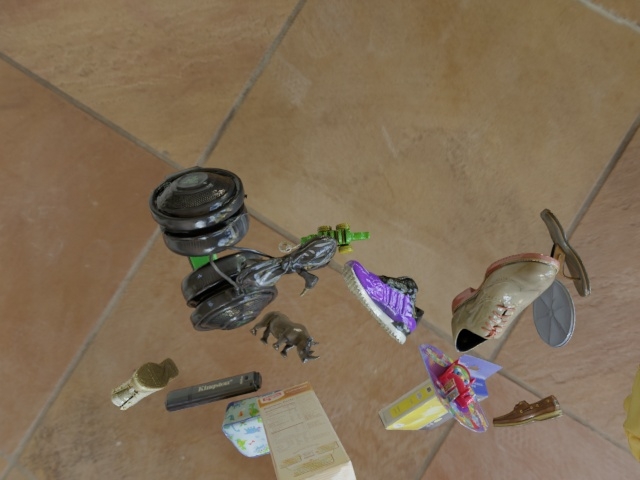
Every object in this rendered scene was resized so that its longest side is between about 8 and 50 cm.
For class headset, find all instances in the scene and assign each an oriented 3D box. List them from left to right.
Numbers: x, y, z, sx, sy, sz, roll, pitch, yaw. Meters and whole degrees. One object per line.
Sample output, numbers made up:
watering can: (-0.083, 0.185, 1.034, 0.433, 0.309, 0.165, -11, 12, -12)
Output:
headset: (-0.121, 0.009, 0.831, 0.185, 0.394, 0.243, -21, 103, -16)

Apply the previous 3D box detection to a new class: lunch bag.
lunch bag: (-0.146, 0.506, 1.618, 0.219, 0.090, 0.176, -21, 122, 17)

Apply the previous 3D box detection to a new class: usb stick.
usb stick: (-0.303, 0.426, 1.659, 0.278, 0.077, 0.045, -14, 108, 3)

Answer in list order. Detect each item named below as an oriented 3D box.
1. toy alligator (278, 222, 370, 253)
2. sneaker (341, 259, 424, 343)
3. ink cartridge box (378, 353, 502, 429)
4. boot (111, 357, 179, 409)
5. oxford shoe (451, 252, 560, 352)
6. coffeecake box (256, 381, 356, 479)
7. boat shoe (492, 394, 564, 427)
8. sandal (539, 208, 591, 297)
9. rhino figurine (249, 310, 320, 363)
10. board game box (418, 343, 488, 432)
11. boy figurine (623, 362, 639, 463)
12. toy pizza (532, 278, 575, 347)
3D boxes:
toy alligator: (0.000, 0.000, 1.145, 0.189, 0.051, 0.056, -7, 79, 14)
sneaker: (0.180, 0.134, 1.585, 0.146, 0.102, 0.293, -42, 116, -7)
ink cartridge box: (0.367, 0.455, 1.713, 0.307, 0.303, 0.072, -37, 55, 21)
boot: (-0.477, 0.382, 1.530, 0.165, 0.213, 0.077, -31, 84, 6)
oxford shoe: (0.380, 0.141, 1.224, 0.123, 0.348, 0.130, 18, 59, -4)
coffeecake box: (-0.007, 0.252, 0.606, 0.068, 0.185, 0.142, -16, 102, -10)
boat shoe: (0.527, 0.442, 1.510, 0.178, 0.064, 0.060, -22, 65, 24)
sandal: (0.551, 0.033, 1.353, 0.060, 0.090, 0.219, -26, 86, 8)
rhino figurine: (-0.093, 0.285, 1.729, 0.243, 0.073, 0.106, 25, 69, 36)
board game box: (0.230, 0.232, 0.967, 0.133, 0.169, 0.033, 33, 115, -28)
boy figurine: (0.393, 0.189, 0.656, 0.092, 0.285, 0.177, 8, 68, 27)
toy pizza: (0.684, 0.210, 1.712, 0.032, 0.201, 0.201, 0, 84, -12)
